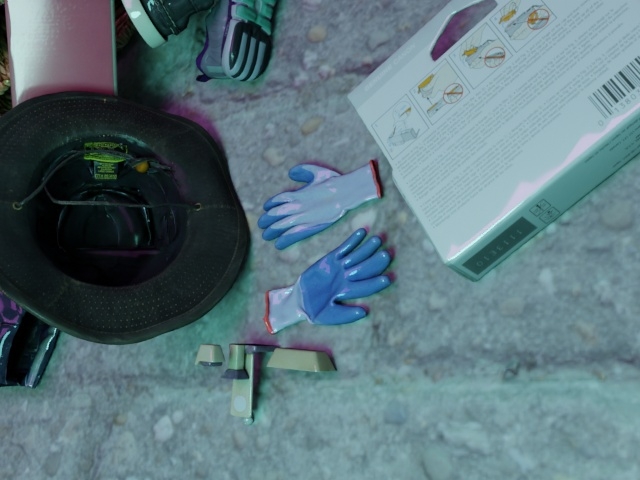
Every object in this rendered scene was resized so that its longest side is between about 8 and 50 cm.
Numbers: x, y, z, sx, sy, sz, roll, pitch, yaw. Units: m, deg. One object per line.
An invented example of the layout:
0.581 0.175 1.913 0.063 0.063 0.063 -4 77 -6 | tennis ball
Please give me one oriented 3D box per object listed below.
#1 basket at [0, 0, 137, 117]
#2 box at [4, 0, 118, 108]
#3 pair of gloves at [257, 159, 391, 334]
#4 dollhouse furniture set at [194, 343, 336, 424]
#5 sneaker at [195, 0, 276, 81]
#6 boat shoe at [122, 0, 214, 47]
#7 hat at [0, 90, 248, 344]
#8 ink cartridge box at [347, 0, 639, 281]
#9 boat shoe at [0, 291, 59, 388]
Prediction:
-0.410 -0.325 1.393 0.299 0.213 0.223 -43 49 15 | basket
-0.315 -0.263 1.251 0.148 0.127 0.232 -123 32 -68 | box
0.000 0.000 1.053 0.159 0.023 0.198 -23 58 28 | pair of gloves
-0.052 0.145 0.997 0.114 0.091 0.081 1 86 35 | dollhouse furniture set
-0.100 -0.297 1.230 0.098 0.083 0.223 2 72 44 | sneaker
-0.189 -0.368 1.292 0.113 0.127 0.340 -25 35 9 | boat shoe
-0.244 -0.006 1.143 0.134 0.332 0.331 116 147 -50 | hat
0.180 -0.136 0.950 0.275 0.060 0.238 -41 50 17 | ink cartridge box
-0.374 0.025 1.280 0.158 0.127 0.340 11 85 34 | boat shoe
